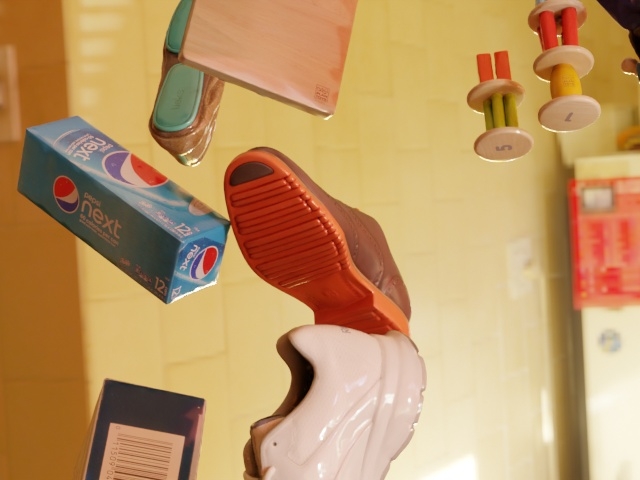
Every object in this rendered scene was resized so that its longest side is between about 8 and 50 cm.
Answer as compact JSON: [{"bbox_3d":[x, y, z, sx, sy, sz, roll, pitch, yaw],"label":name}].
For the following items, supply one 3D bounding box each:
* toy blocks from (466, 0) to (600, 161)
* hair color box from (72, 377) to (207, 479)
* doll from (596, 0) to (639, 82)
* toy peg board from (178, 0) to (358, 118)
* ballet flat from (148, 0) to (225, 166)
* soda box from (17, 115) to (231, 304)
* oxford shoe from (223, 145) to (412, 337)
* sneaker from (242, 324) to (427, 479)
[{"bbox_3d":[0.181,-0.157,1.135,0.123,0.148,0.054,-24,-35,38],"label":"toy blocks"},{"bbox_3d":[-0.205,0.280,1.325,0.105,0.174,0.347,13,-26,-10],"label":"hair color box"},{"bbox_3d":[0.290,-0.188,1.081,0.046,0.189,0.129,-37,-3,-41],"label":"doll"},{"bbox_3d":[-0.059,-0.208,1.278,0.161,0.161,0.079,19,-22,-20],"label":"toy peg board"},{"bbox_3d":[-0.181,-0.252,1.976,0.116,0.342,0.124,-2,-36,11],"label":"ballet flat"},{"bbox_3d":[-0.182,-0.032,1.182,0.210,0.071,0.067,34,35,26],"label":"soda box"},{"bbox_3d":[0.000,0.000,1.184,0.097,0.098,0.271,-13,-47,26],"label":"oxford shoe"},{"bbox_3d":[-0.009,0.207,1.043,0.129,0.297,0.111,17,-17,-22],"label":"sneaker"}]
